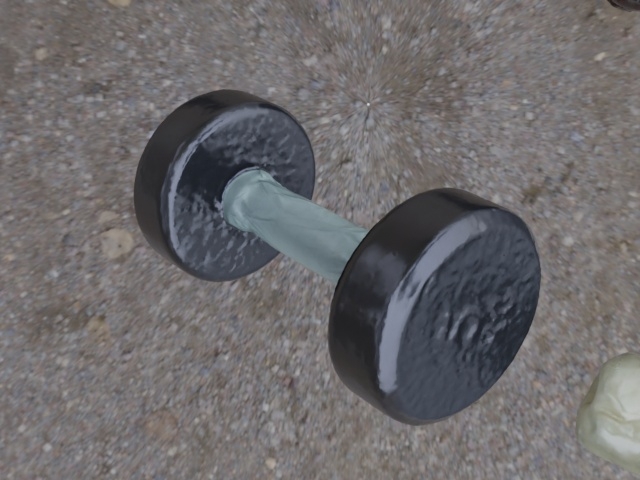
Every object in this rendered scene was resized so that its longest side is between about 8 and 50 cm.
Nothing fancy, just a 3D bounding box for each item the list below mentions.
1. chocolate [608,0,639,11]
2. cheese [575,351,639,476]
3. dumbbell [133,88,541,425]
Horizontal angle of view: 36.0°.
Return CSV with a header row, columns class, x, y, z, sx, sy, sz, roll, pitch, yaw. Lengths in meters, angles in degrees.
class,x,y,z,sx,sy,sz,roll,pitch,yaw
chocolate,0.190,-0.234,0.605,0.206,0.224,0.177,20,111,19
cheese,0.225,0.119,0.493,0.194,0.043,0.065,24,73,15
dumbbell,0.000,0.000,0.462,0.191,0.100,0.100,29,101,43
